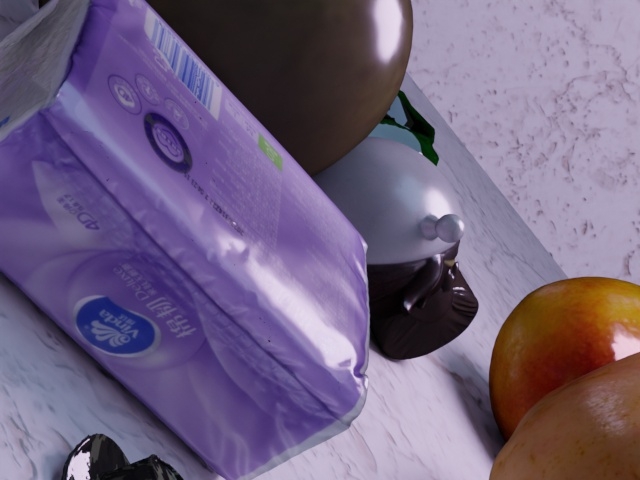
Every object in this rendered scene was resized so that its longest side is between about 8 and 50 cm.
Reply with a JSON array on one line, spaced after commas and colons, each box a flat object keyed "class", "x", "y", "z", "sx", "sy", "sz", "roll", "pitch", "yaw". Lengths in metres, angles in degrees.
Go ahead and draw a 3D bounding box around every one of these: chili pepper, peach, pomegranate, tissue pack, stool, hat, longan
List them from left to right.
[{"class": "hat", "x": -0.112, "y": 0.169, "z": 0.978, "sx": 0.121, "sy": 0.050, "sz": 0.121, "roll": 49, "pitch": 16, "yaw": -20}, {"class": "tissue pack", "x": -0.115, "y": -0.009, "z": 1.168, "sx": 0.338, "sy": 0.160, "sz": 0.242, "roll": 47, "pitch": 24, "yaw": -23}, {"class": "longan", "x": -0.088, "y": -0.211, "z": 1.397, "sx": 0.361, "sy": 0.361, "sz": 0.361, "roll": 48, "pitch": 14, "yaw": -16}, {"class": "chili pepper", "x": 0.017, "y": -0.119, "z": 1.913, "sx": 0.261, "sy": 0.165, "sz": 0.174, "roll": 12, "pitch": 47, "yaw": -14}, {"class": "stool", "x": 0.109, "y": 0.058, "z": 1.778, "sx": 0.217, "sy": 0.125, "sz": 0.121, "roll": 77, "pitch": -13, "yaw": -64}, {"class": "peach", "x": 0.359, "y": 0.193, "z": 1.981, "sx": 0.308, "sy": 0.308, "sz": 0.332, "roll": 57, "pitch": 19, "yaw": 17}, {"class": "pomegranate", "x": 0.356, "y": 0.308, "z": 1.545, "sx": 0.411, "sy": 0.411, "sz": 0.411, "roll": 48, "pitch": 14, "yaw": -16}]

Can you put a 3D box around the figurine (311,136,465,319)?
[{"class": "figurine", "x": 0.000, "y": -0.050, "z": 1.546, "sx": 0.281, "sy": 0.167, "sz": 0.370, "roll": -17, "pitch": 40, "yaw": -38}]
